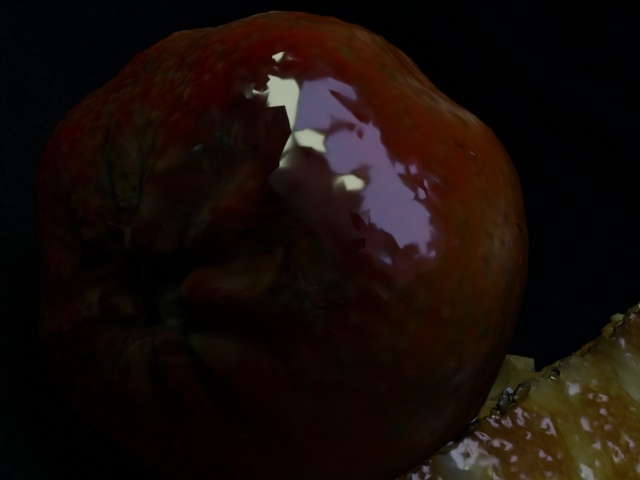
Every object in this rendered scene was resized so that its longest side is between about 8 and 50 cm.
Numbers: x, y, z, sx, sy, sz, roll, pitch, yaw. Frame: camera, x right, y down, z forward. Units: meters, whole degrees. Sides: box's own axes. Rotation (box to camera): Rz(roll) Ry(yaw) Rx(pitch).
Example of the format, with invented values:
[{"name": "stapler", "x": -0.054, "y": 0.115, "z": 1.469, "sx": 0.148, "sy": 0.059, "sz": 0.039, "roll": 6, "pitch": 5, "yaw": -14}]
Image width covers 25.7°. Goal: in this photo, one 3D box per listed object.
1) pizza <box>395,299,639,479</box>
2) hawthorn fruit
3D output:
[{"name": "pizza", "x": 0.145, "y": 0.191, "z": 0.837, "sx": 0.406, "sy": 0.130, "sz": 0.439, "roll": 13, "pitch": 47, "yaw": -28}, {"name": "hawthorn fruit", "x": 0.000, "y": 0.000, "z": 0.730, "sx": 0.254, "sy": 0.254, "sz": 0.300, "roll": 52, "pitch": 31, "yaw": 9}]
